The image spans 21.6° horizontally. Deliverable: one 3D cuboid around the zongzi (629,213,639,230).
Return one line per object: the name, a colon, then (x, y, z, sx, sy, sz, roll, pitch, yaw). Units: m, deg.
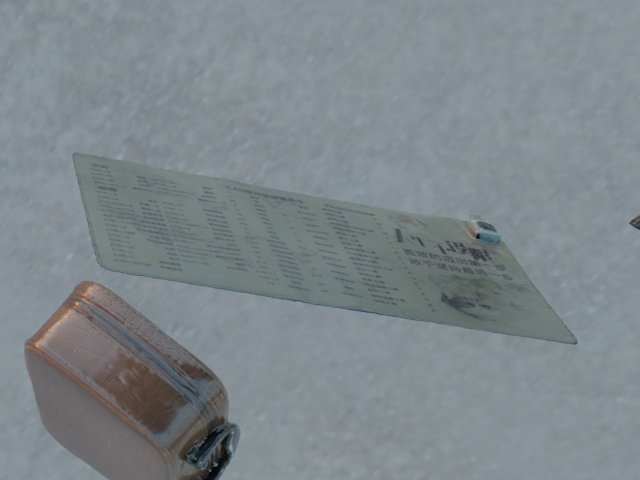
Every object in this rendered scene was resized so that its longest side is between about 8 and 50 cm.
zongzi: (0.266, -0.016, 1.147, 0.083, 0.073, 0.067, 9, 65, -32)

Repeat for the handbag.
handbag: (-0.132, 0.118, 1.188, 0.151, 0.193, 0.072, 35, 66, 14)

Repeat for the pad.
pad: (0.000, 0.001, 0.921, 0.265, 0.159, 0.009, 9, 112, -18)
